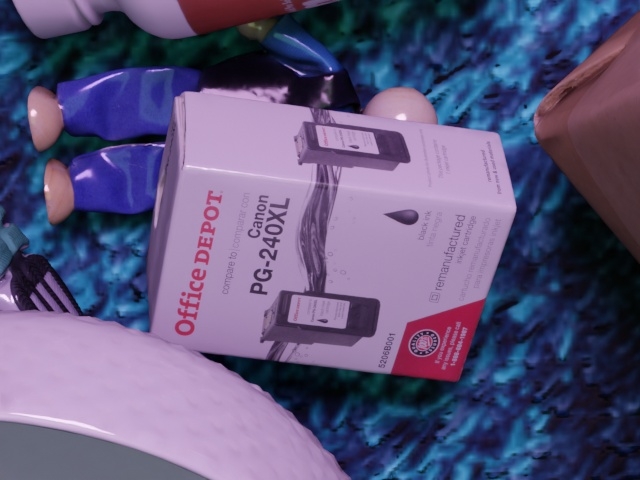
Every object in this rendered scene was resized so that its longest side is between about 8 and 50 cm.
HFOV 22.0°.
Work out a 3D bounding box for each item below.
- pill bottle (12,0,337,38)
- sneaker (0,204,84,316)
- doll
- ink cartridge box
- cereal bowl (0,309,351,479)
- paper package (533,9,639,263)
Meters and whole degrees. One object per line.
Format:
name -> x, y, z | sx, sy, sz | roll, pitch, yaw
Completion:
pill bottle -> -0.032, -0.158, 0.725 | 0.216, 0.121, 0.121 | -13, 100, 6
sneaker -> -0.208, -0.007, 0.786 | 0.098, 0.083, 0.224 | -29, 99, 13
doll -> -0.038, -0.046, 0.785 | 0.189, 0.046, 0.129 | -6, 111, 2
ink cartridge box -> 0.000, 0.000, 0.752 | 0.150, 0.063, 0.109 | 6, 128, -10
cereal bowl -> -0.128, 0.161, 0.756 | 0.339, 0.141, 0.339 | 1, 125, 2
paper package -> 0.309, -0.032, 0.671 | 0.309, 0.168, 0.325 | -43, 96, -11
